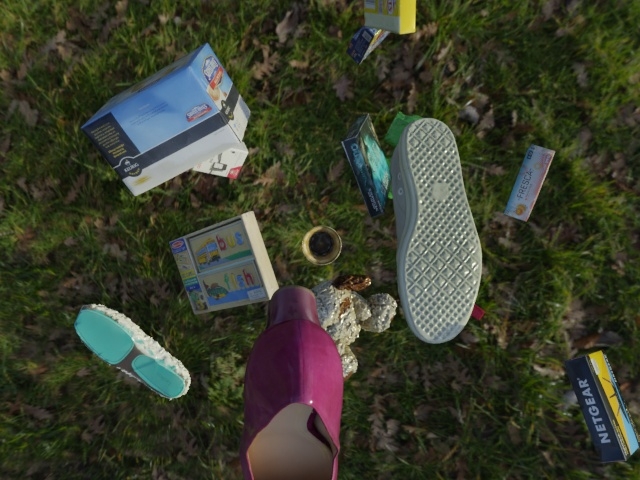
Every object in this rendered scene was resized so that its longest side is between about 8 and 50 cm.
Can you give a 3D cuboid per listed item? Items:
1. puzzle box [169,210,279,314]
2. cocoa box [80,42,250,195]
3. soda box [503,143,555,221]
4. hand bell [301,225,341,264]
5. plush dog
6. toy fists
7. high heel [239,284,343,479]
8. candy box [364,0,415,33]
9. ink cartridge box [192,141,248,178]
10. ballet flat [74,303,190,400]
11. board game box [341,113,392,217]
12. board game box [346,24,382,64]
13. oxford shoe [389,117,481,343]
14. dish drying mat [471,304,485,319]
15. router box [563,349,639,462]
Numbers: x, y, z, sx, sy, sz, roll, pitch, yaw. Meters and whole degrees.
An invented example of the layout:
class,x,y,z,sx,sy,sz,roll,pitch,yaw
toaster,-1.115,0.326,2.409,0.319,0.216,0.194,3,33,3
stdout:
class,x,y,z,sx,sy,sz,roll,pitch,yaw
puzzle box,-0.319,0.083,1.673,0.052,0.409,0.272,-21,93,-48
cocoa box,-0.401,-0.324,1.392,0.347,0.231,0.228,-23,121,16
soda box,0.527,-0.145,1.317,0.063,0.183,0.058,23,30,20
hand bell,0.000,0.000,1.757,0.126,0.242,0.126,0,98,-2
plush dog,0.028,0.175,1.227,0.210,0.225,0.262,33,75,31
toy fists,0.258,-0.269,1.677,0.142,0.096,0.279,30,107,7
high heel,-0.036,0.248,0.565,0.127,0.181,0.377,-4,113,-2
candy box,0.077,-0.347,0.585,0.027,0.105,0.206,-12,119,-16
ink cartridge box,-0.318,-0.262,1.610,0.150,0.109,0.063,7,40,-35
ballet flat,-0.568,0.333,1.590,0.409,0.147,0.147,46,69,-17
board game box,0.080,-0.128,0.844,0.026,0.186,0.126,-17,110,18
board game box,0.176,-0.624,1.491,0.060,0.194,0.194,44,81,-4
oxford shoe,0.219,-0.021,1.049,0.169,0.130,0.449,0,76,-11
dish drying mat,0.432,0.193,1.502,0.083,0.008,0.032,39,99,30
router box,0.517,0.297,0.952,0.133,0.046,0.179,5,64,-48
